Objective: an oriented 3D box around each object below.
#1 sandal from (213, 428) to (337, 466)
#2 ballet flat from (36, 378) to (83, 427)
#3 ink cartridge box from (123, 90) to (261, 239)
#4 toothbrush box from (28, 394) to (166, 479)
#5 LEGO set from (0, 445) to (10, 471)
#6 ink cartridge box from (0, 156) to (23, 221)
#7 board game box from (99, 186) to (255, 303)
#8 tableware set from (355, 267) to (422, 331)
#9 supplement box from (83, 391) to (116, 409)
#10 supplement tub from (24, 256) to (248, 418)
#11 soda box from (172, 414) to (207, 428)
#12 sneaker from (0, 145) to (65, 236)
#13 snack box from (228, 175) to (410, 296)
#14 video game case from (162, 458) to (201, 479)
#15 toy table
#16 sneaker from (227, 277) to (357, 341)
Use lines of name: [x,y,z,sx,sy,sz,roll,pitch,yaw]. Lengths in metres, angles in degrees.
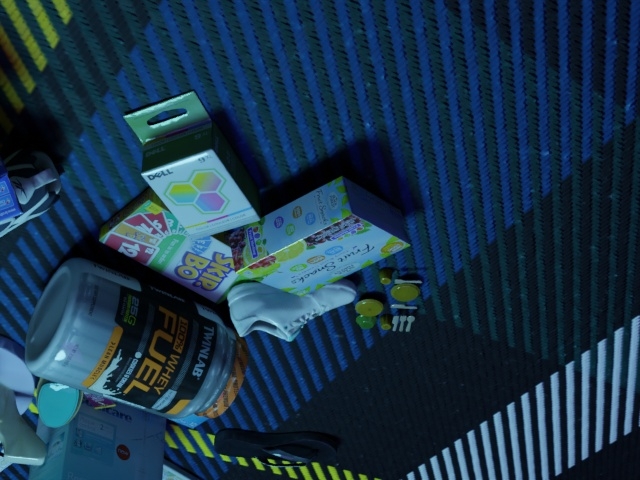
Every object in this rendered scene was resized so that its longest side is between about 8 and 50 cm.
sandal: [-0.092,0.436,1.903,0.254,0.054,0.097,4,139,-9]
ballet flat: [-0.440,0.221,1.595,0.080,0.073,0.232,10,125,-10]
ink cartridge box: [-0.173,-0.097,1.277,0.109,0.062,0.209,-17,137,14]
toothbrush box: [-0.408,0.435,1.698,0.216,0.295,0.126,33,127,-33]
LEGO set: [-0.703,0.435,1.860,0.182,0.060,0.244,33,128,-30]
ink cartridge box: [-0.499,-0.139,1.095,0.185,0.065,0.311,-17,107,15]
board game box: [-0.198,0.018,1.433,0.124,0.039,0.259,-34,134,31]
tableware set: [0.111,0.101,1.559,0.104,0.024,0.154,3,140,-2]
supplement box: [-0.401,0.260,1.678,0.043,0.055,0.083,-10,138,7]
supplement tub: [-0.285,0.166,1.473,0.316,0.194,0.193,24,132,-29]
soda box: [-0.290,0.265,1.679,0.210,0.071,0.067,32,127,-34]
sneaker: [-0.429,-0.060,1.282,0.153,0.094,0.235,-32,-175,-27]
snack box: [0.000,0.000,1.364,0.207,0.070,0.174,-25,153,24]
video game case: [-0.364,0.565,2.010,0.206,0.026,0.227,-37,132,10]
toy table: [-0.605,0.305,1.638,0.252,0.161,0.274,2,140,-6]
sneaker: [-0.040,0.115,1.490,0.212,0.094,0.080,-6,150,-14]
